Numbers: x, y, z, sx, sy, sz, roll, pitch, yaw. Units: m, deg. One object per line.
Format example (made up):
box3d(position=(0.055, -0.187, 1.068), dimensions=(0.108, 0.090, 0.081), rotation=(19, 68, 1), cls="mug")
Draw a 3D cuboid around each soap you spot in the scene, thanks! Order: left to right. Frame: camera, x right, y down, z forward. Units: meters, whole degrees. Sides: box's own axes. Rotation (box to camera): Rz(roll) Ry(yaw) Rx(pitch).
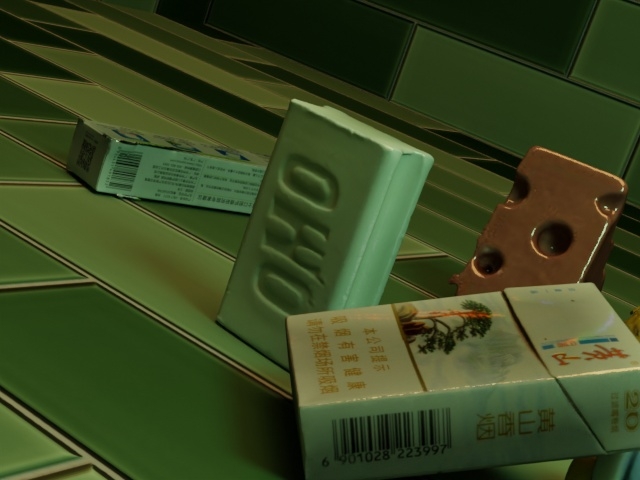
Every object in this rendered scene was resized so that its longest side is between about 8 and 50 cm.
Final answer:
box3d(position=(0.000, 0.000, 0.935), dimensions=(0.119, 0.198, 0.066), rotation=(30, 18, 37), cls="soap")

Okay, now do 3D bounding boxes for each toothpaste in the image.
box3d(position=(-0.124, -0.075, 1.345), dimensions=(0.336, 0.067, 0.081), rotation=(8, 17, -42), cls="toothpaste")

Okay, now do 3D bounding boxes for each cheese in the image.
box3d(position=(0.242, 0.032, 1.277), dimensions=(0.128, 0.203, 0.177), rotation=(23, -15, 21), cls="cheese")

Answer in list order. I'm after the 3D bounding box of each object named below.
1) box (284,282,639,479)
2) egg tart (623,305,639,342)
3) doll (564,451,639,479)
box3d(position=(0.097, 0.094, 0.793), dimensions=(0.233, 0.067, 0.149), rotation=(-6, 22, -3), cls="box")
box3d(position=(0.373, 0.135, 1.094), dimensions=(0.294, 0.123, 0.294), rotation=(18, 12, -4), cls="egg tart")
box3d(position=(0.309, 0.186, 0.731), dimensions=(0.314, 0.141, 0.177), rotation=(15, 50, 46), cls="doll")
